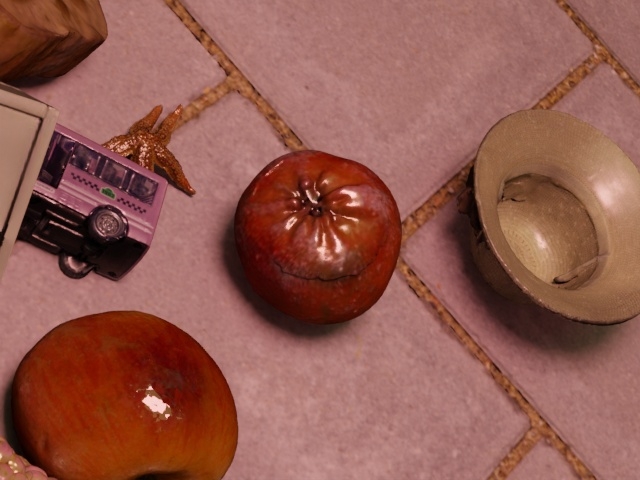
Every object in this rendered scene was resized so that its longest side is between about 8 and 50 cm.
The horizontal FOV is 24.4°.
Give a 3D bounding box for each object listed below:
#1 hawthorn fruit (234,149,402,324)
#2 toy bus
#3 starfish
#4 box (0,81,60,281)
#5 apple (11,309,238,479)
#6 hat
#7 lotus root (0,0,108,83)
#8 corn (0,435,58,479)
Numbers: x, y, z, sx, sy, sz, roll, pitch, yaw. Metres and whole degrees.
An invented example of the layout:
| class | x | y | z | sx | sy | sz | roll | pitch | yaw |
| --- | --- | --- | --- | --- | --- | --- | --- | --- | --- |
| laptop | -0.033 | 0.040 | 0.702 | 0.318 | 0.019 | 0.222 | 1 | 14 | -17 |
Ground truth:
| class | x | y | z | sx | sy | sz | roll | pitch | yaw |
| --- | --- | --- | --- | --- | --- | --- | --- | --- | --- |
| hawthorn fruit | 0.000 | 0.000 | 1.456 | 0.173 | 0.173 | 0.173 | 14 | 59 | -24 |
| toy bus | -0.247 | -0.050 | 1.370 | 0.199 | 0.096 | 0.108 | 27 | 55 | -16 |
| starfish | -0.184 | -0.085 | 1.462 | 0.130 | 0.041 | 0.133 | 0 | 65 | -30 |
| box | -0.364 | -0.045 | 1.190 | 0.225 | 0.117 | 0.225 | 18 | 95 | -31 |
| apple | -0.166 | 0.147 | 1.291 | 0.195 | 0.160 | 0.173 | 10 | 39 | -34 |
| hat | 0.240 | -0.002 | 1.617 | 0.257 | 0.130 | 0.257 | 15 | 58 | -24 |
| lotus root | -0.339 | -0.296 | 1.359 | 0.375 | 0.111 | 0.390 | 41 | 22 | -34 |
| corn | -0.273 | 0.218 | 1.199 | 0.335 | 0.126 | 0.126 | 40 | 51 | -11 |
